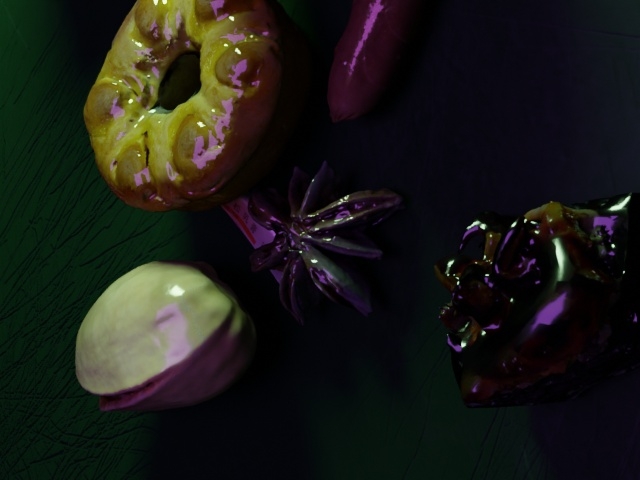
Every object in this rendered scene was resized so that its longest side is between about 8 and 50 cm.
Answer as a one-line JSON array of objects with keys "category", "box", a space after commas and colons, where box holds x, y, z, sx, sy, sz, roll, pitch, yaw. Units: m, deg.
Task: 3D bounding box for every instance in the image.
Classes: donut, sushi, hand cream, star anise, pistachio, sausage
[{"category": "donut", "box": [-0.154, -0.187, 1.880, 0.317, 0.150, 0.299, -21, 72, 33]}, {"category": "sushi", "box": [0.231, 0.068, 1.540, 0.227, 0.212, 0.215, -6, 88, 41]}, {"category": "hand cream", "box": [-0.097, -0.032, 1.946, 0.216, 0.038, 0.052, 50, 150, 23]}, {"category": "star anise", "box": [0.000, 0.000, 1.822, 0.236, 0.093, 0.229, -40, 69, 30]}, {"category": "pistachio", "box": [-0.209, 0.135, 1.948, 0.193, 0.214, 0.318, 45, 136, -15]}, {"category": "sausage", "box": [0.098, -0.325, 1.717, 0.088, 0.088, 0.433, 35, 115, 35]}]
